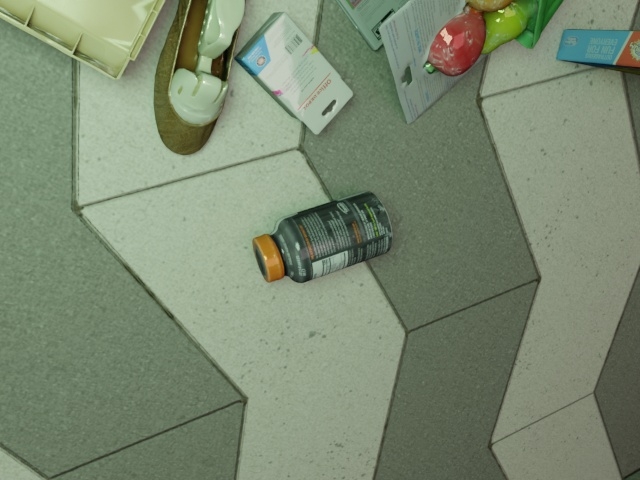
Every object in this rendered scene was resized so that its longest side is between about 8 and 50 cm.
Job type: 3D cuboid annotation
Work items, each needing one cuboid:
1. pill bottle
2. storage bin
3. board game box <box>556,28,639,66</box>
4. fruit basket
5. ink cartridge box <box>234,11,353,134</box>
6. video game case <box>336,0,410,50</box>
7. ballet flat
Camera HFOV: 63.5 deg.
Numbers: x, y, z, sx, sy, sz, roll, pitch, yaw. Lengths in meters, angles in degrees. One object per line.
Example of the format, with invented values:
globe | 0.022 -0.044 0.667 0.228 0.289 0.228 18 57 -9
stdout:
pill bottle | 0.000 0.000 0.970 0.246 0.130 0.130 -18 116 -17
storage bin | -0.326 -0.391 0.675 0.262 0.123 0.260 26 98 -31
board game box | 0.699 -0.377 1.070 0.317 0.242 0.064 0 112 -23
fruit basket | 0.253 -0.391 0.876 0.353 0.165 0.327 -37 159 7
ink cartridge box | -0.042 -0.280 0.879 0.104 0.061 0.181 -48 120 0
video game case | 0.111 -0.478 0.893 0.212 0.023 0.193 -46 121 -1
ballet flat | -0.170 -0.287 0.782 0.116 0.124 0.342 10 106 -35
